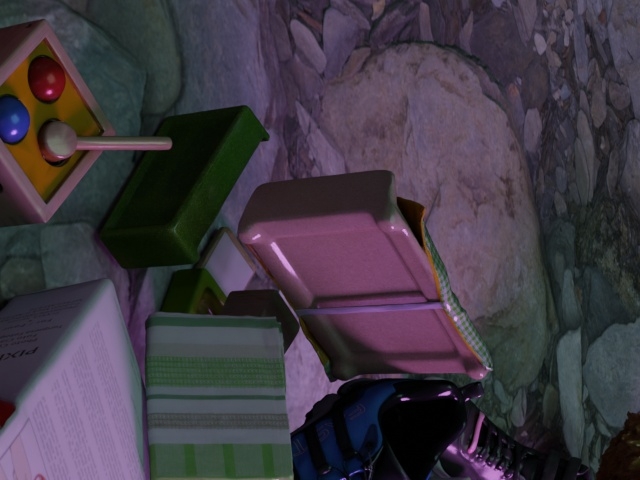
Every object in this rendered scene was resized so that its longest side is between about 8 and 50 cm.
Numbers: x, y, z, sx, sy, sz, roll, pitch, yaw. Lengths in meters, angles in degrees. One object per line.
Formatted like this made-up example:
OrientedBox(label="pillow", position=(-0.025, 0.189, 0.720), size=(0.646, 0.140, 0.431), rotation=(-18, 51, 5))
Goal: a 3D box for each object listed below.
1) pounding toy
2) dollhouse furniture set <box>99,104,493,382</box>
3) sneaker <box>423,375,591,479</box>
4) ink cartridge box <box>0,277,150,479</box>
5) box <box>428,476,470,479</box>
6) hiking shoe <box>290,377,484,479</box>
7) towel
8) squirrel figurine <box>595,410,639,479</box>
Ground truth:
OrientedBox(label="pounding toy", position=(-0.209, -0.083, 1.038), size=(0.141, 0.100, 0.130), rotation=(61, 42, -31))
OrientedBox(label="dollhouse furniture set", position=(0.000, 0.000, 1.157), size=(0.197, 0.301, 0.151), rotation=(57, 44, -34))
OrientedBox(label="sneaker", position=(0.223, 0.252, 1.590), size=(0.296, 0.147, 0.104), rotation=(54, 47, -36))
OrientedBox(label="ink cartridge box", position=(-0.179, 0.230, 0.922), size=(0.385, 0.091, 0.308), rotation=(-69, 146, -72))
OrientedBox(label="box", position=(0.083, 0.410, 1.446), size=(0.322, 0.058, 0.232), rotation=(-19, 101, -54))
OrientedBox(label="hiking shoe", position=(0.003, 0.196, 1.087), size=(0.113, 0.132, 0.304), rotation=(55, 47, -11))
OrientedBox(label="towel", position=(-0.081, 0.125, 1.076), size=(0.023, 0.113, 0.152), rotation=(107, -18, -51))
OrientedBox(label="squirrel figurine", position=(0.385, 0.428, 1.712), size=(0.370, 0.281, 0.397), rotation=(-36, 130, -34))
